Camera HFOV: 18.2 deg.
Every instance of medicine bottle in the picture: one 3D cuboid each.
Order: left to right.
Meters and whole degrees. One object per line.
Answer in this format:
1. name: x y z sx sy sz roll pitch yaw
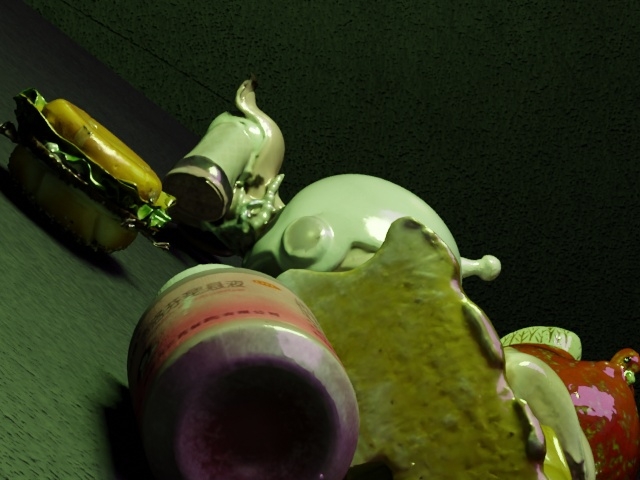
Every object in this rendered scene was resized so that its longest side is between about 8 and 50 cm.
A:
1. medicine bottle: -0.060 0.094 1.360 0.147 0.147 0.247 38 5 -17

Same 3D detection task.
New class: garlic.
1. garlic: 0.191 0.203 1.978 0.217 0.110 0.228 -2 -66 53

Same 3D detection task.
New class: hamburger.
1. hamburger: -0.220 -0.059 1.820 0.189 0.093 0.164 43 4 23

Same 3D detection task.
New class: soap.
1. soap: 0.101 0.187 1.584 0.339 0.169 0.304 72 -5 -64

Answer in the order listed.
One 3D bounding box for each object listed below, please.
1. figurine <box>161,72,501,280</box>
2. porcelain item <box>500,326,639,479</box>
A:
1. figurine: -0.002 0.000 2.208 0.361 0.211 0.253 39 5 9
2. porcelain item: 0.255 0.197 2.169 0.253 0.253 0.253 39 5 -4
